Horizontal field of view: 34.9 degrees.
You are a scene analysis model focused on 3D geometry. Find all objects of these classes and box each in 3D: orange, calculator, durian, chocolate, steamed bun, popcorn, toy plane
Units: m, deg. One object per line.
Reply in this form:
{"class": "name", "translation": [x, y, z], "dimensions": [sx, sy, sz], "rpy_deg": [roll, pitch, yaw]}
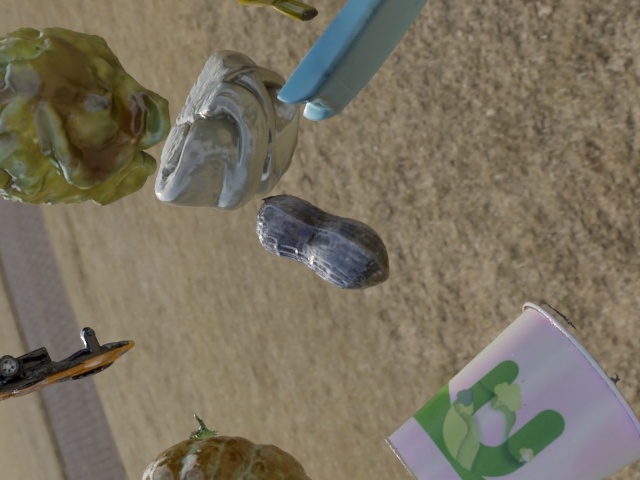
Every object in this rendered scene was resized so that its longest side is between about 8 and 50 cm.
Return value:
{"class": "orange", "translation": [-0.143, 0.457, 1.567], "dimensions": [0.329, 0.249, 0.329], "rpy_deg": [8, 125, 12]}
{"class": "calculator", "translation": [0.090, -0.344, 1.560], "dimensions": [0.054, 0.386, 0.256], "rpy_deg": [38, -174, 11]}
{"class": "durian", "translation": [-0.220, 0.437, 2.089], "dimensions": [0.215, 0.100, 0.086], "rpy_deg": [49, -170, -35]}
{"class": "chocolate", "translation": [0.000, 0.000, 1.582], "dimensions": [0.248, 0.110, 0.110], "rpy_deg": [22, 128, 28]}
{"class": "steamed bun", "translation": [-0.176, -0.216, 2.158], "dimensions": [0.342, 0.255, 0.367], "rpy_deg": [-55, 21, 21]}
{"class": "popcorn", "translation": [-0.418, -0.192, 1.584], "dimensions": [0.274, 0.335, 0.279], "rpy_deg": [-41, 76, 32]}
{"class": "toy plane", "translation": [-0.472, 0.221, 1.749], "dimensions": [0.103, 0.316, 0.204], "rpy_deg": [59, 153, 2]}

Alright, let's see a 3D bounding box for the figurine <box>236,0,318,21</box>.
{"class": "figurine", "translation": [-0.156, -0.586, 2.084], "dimensions": [0.169, 0.327, 0.218], "rpy_deg": [-16, 70, 30]}

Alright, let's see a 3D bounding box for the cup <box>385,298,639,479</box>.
{"class": "cup", "translation": [0.248, 0.254, 1.329], "dimensions": [0.253, 0.274, 0.253], "rpy_deg": [54, 178, 3]}
